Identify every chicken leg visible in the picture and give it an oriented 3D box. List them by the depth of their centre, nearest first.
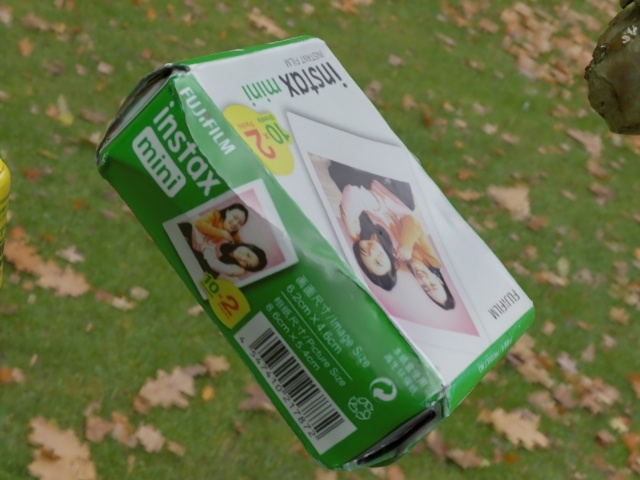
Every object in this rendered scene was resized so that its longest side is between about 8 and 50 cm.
[{"bbox_3d":[0.276,-0.156,0.892,0.088,0.228,0.103,-12,72,-28],"label":"chicken leg"}]

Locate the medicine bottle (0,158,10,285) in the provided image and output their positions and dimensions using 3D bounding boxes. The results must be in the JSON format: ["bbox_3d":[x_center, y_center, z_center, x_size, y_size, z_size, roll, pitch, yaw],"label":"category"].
[{"bbox_3d":[-0.361,0.039,1.250,0.064,0.261,0.095,9,25,-8],"label":"medicine bottle"}]

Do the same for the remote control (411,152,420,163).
[{"bbox_3d":[0.022,-0.028,0.941,0.053,0.124,0.018,39,12,2],"label":"remote control"}]

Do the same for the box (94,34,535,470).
[{"bbox_3d":[0.000,0.000,0.723,0.250,0.103,0.180,53,30,5],"label":"box"}]
